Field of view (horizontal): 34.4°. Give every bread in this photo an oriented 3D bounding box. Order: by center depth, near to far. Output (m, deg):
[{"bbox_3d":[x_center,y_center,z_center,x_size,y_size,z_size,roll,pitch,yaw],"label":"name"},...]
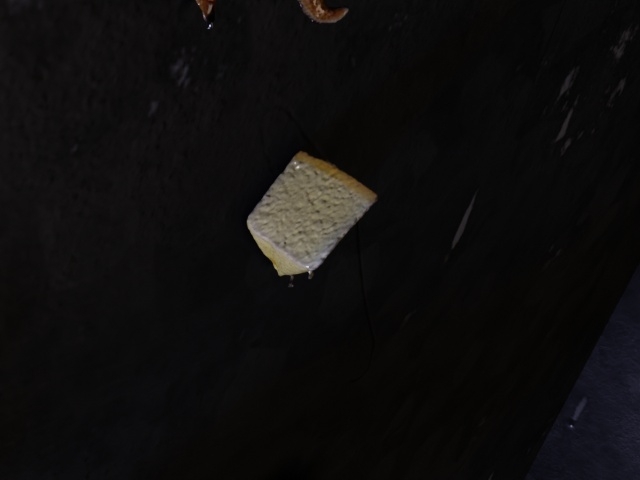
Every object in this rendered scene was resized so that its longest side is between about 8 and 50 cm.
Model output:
[{"bbox_3d":[0.000,0.000,0.784,0.084,0.080,0.109,-49,153,-12],"label":"bread"}]

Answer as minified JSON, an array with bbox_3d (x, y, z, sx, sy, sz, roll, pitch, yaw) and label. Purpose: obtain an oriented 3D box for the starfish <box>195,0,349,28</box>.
[{"bbox_3d":[0.004,-0.218,0.556,0.238,0.057,0.213,-64,163,16],"label":"starfish"}]
